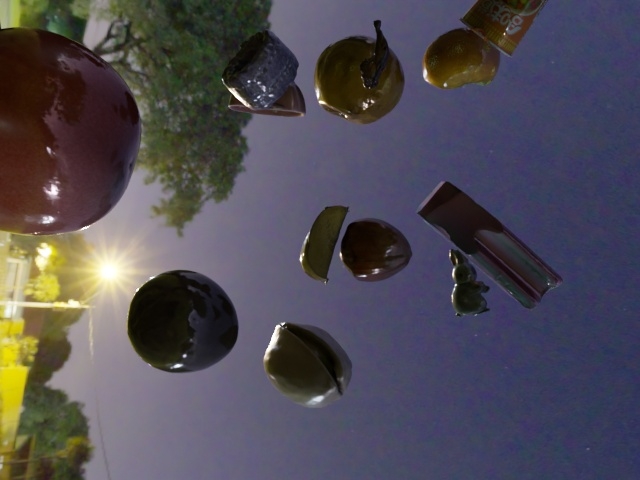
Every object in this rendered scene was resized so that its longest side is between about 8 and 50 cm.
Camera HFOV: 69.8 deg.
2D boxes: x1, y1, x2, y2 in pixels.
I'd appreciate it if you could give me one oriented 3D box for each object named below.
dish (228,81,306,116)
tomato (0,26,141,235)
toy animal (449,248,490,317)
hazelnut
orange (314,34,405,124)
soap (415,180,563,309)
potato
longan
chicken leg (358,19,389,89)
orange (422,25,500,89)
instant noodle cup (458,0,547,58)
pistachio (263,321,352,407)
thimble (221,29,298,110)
[{"bbox_3d":[-0.137,-0.388,1.225,0.213,0.213,0.090,19,-73,56],"label":"dish"},{"bbox_3d":[-0.355,-0.131,0.586,0.256,0.224,0.256,-162,-90,-78],"label":"tomato"},{"bbox_3d":[0.492,0.145,1.563,0.108,0.138,0.236,-63,130,-84],"label":"toy animal"},{"bbox_3d":[0.160,0.038,1.372,0.210,0.186,0.210,50,-17,21],"label":"hazelnut"},{"bbox_3d":[0.113,-0.475,1.385,0.279,0.279,0.235,15,-97,56],"label":"orange"},{"bbox_3d":[0.380,0.003,1.077,0.109,0.324,0.193,-49,-178,8],"label":"soap"},{"bbox_3d":[0.000,0.000,1.403,0.138,0.098,0.243,-173,-79,-80],"label":"potato"},{"bbox_3d":[-0.331,0.197,1.105,0.258,0.258,0.258,-19,-113,53],"label":"longan"},{"bbox_3d":[0.125,-0.413,1.029,0.037,0.062,0.145,-125,-128,-74],"label":"chicken leg"},{"bbox_3d":[0.442,-0.560,1.408,0.158,0.237,0.179,107,-21,-73],"label":"orange"},{"bbox_3d":[0.436,-0.542,1.042,0.185,0.168,0.168,-54,-138,31],"label":"instant noodle cup"},{"bbox_3d":[-0.030,0.326,1.221,0.332,0.207,0.226,12,-56,61],"label":"pistachio"},{"bbox_3d":[-0.125,-0.354,0.956,0.150,0.098,0.150,-28,-137,30],"label":"thimble"}]
